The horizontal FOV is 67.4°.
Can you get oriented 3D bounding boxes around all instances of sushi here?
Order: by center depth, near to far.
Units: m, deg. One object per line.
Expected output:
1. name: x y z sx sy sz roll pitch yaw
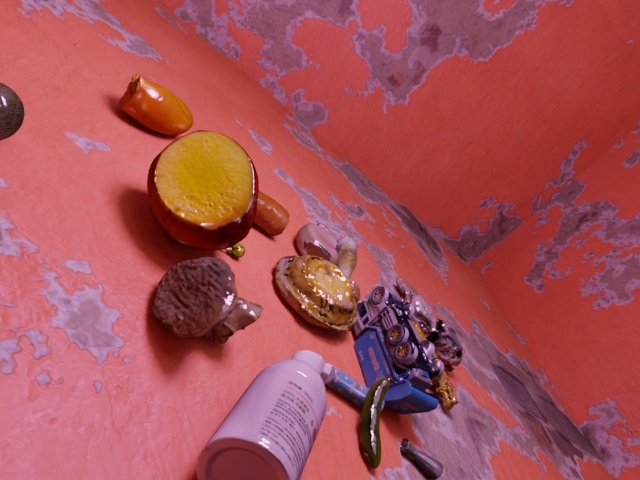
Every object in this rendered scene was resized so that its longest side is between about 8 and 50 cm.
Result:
1. sushi: 0.377 0.313 1.676 0.332 0.130 0.124 43 20 -8

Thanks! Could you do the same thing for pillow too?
1. pillow: 0.374 0.239 1.929 0.119 0.053 0.208 29 25 -47

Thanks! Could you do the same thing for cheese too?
1. cheese: 0.000 0.000 1.626 0.163 0.082 0.286 43 19 -7

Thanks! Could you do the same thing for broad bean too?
1. broad bean: 0.124 0.392 1.070 0.069 0.039 0.226 21 46 6

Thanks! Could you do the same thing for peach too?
1. peach: -0.248 -0.092 1.085 0.245 0.249 0.274 56 10 -57

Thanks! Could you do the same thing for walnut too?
1. walnut: 0.078 0.157 1.478 0.096 0.082 0.079 40 -8 -10

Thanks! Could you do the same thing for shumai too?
1. shumai: -0.209 0.127 0.903 0.209 0.161 0.153 34 -18 48

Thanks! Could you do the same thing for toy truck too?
1. toy truck: 0.198 0.291 1.299 0.146 0.175 0.367 35 22 -30

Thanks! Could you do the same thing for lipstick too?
1. lipstick: 0.078 0.353 1.126 0.158 0.048 0.048 38 21 -18

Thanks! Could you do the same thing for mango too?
1. mango: -0.468 -0.384 1.402 0.154 0.126 0.252 41 10 24

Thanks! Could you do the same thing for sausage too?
1. sausage: -0.209 -0.107 1.396 0.271 0.109 0.108 28 26 -40

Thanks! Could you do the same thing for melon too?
1. melon: -0.600 -0.231 0.846 0.114 0.114 0.167 46 22 3

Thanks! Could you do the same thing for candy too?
1. candy: -0.242 0.016 1.196 0.123 0.035 0.035 16 1 -37

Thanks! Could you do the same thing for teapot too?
1. teapot: 0.235 0.514 1.133 0.111 0.042 0.043 40 20 -3

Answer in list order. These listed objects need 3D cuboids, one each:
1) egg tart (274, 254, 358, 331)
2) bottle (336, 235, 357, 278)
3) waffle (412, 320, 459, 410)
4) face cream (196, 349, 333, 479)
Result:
1. egg tart: 0.002 0.129 1.318 0.279 0.095 0.278 29 27 -16
2. bottle: 0.083 0.078 1.637 0.083 0.083 0.269 39 26 -16
3. waffle: 0.327 0.358 1.492 0.293 0.069 0.259 53 11 -30
4. face cream: -0.065 0.290 0.831 0.145 0.145 0.370 45 18 0
